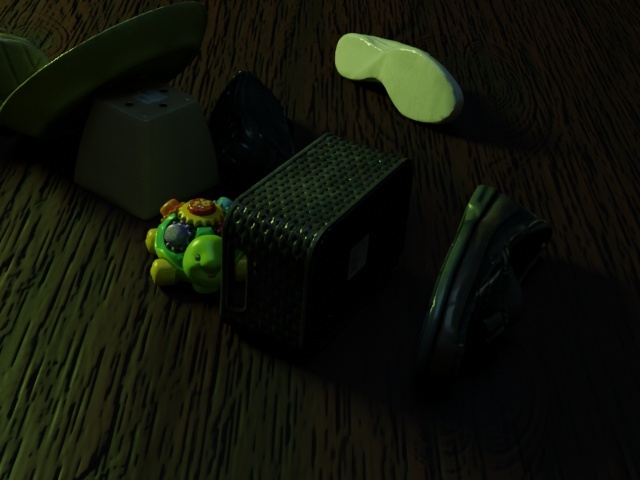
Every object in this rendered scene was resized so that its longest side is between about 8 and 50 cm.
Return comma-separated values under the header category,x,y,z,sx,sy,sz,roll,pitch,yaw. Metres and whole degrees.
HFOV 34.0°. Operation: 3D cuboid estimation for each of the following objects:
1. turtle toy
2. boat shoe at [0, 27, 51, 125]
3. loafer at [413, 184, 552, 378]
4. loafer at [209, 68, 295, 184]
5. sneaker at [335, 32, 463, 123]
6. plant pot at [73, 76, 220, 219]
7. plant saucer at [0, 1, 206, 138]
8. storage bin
category,x,y,z,sx,sy,sz,roll,pitch,yaw
turtle toy,-0.103,0.003,0.919,0.095,0.066,0.130,-3,34,-13
boat shoe,-0.454,-0.176,1.116,0.324,0.123,0.116,-1,26,-21
loafer,0.146,0.031,0.893,0.084,0.096,0.267,18,33,9
loafer,-0.069,-0.119,1.120,0.078,0.076,0.223,28,20,-22
sneaker,0.115,-0.204,1.273,0.094,0.080,0.212,-6,31,-38
plant pot,-0.173,-0.099,1.041,0.109,0.096,0.109,27,39,30
plant saucer,-0.214,-0.166,1.080,0.241,0.241,0.037,-31,91,-43
storage bin,0.000,0.000,0.887,0.084,0.122,0.180,20,36,22
